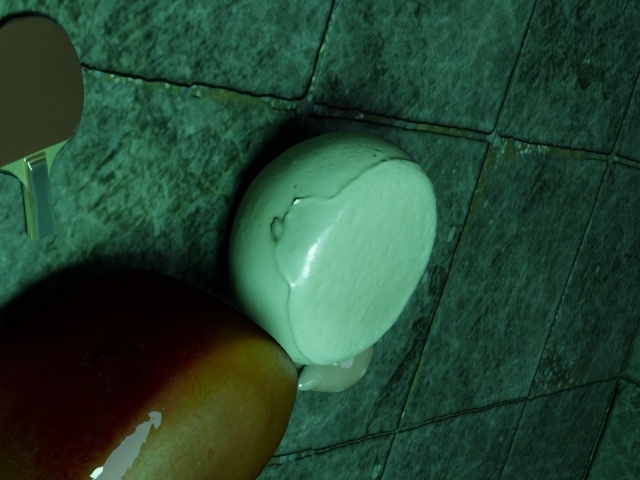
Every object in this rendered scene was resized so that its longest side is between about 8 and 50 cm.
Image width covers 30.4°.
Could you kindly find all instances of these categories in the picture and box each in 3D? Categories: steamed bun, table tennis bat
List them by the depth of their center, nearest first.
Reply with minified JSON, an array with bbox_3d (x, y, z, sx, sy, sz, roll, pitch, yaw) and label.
[{"bbox_3d":[-0.269,-0.101,1.090,0.130,0.019,0.220,-31,132,-43],"label":"table tennis bat"},{"bbox_3d":[-0.207,0.182,1.154,0.379,0.235,0.248,-42,145,-31],"label":"steamed bun"},{"bbox_3d":[0.000,0.000,1.390,0.283,0.177,0.283,-32,136,-36],"label":"steamed bun"}]

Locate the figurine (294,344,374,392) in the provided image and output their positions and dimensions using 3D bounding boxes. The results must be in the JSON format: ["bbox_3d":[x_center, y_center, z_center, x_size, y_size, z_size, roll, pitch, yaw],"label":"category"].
[{"bbox_3d":[0.010,0.140,1.559,0.125,0.125,0.138,-68,163,3],"label":"figurine"}]
